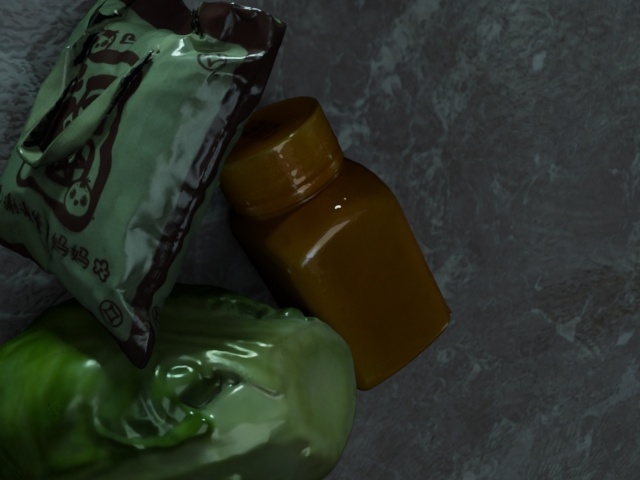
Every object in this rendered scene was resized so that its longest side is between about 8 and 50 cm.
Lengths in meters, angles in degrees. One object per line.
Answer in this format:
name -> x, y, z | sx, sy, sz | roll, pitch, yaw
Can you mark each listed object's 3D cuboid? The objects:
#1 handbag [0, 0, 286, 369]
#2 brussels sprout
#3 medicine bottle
handbag -> -0.133, -0.061, 0.494 | 0.127, 0.213, 0.235 | 27, 92, -50
brussels sprout -> -0.111, 0.136, 0.543 | 0.271, 0.210, 0.219 | -13, 110, 18
medicine bottle -> 0.001, 0.000, 0.608 | 0.112, 0.149, 0.222 | -36, 118, -14
